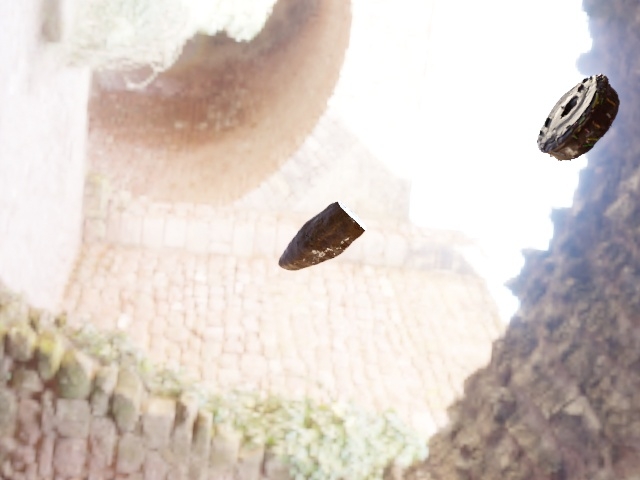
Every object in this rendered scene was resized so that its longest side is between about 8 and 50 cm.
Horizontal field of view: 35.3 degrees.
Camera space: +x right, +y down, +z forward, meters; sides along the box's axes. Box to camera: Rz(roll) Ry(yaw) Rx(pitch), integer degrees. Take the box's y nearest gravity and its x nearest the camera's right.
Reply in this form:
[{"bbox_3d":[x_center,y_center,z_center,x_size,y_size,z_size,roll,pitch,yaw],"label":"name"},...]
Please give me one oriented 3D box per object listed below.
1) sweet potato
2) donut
[{"bbox_3d":[0.000,0.000,2.020,0.251,0.097,0.097,-35,-137,44],"label":"sweet potato"},{"bbox_3d":[0.609,-0.283,2.356,0.235,0.089,0.235,-52,-169,14],"label":"donut"}]
